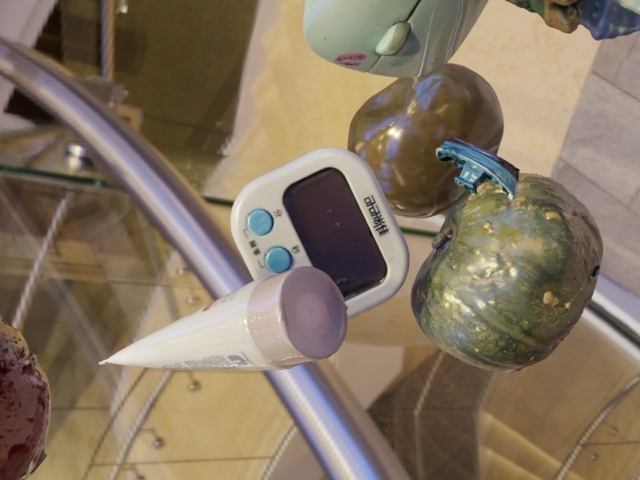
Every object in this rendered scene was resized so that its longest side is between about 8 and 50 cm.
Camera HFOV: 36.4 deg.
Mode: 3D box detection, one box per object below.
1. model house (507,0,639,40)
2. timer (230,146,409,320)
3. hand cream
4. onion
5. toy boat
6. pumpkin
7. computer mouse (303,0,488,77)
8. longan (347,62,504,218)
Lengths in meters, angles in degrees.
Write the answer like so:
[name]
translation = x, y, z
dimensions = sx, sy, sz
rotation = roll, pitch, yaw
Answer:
[model house]
translation = 0.386, -0.325, 1.001
dimensions = 0.329, 0.251, 0.295
rotation = 30, 124, 20
[timer]
translation = 0.000, 0.000, 1.505
dimensions = 0.087, 0.237, 0.262
rotation = -127, 12, -82
[hand cream]
translation = -0.084, 0.089, 0.908
dimensions = 0.248, 0.133, 0.083
rotation = -18, 76, 43
[onion]
translation = -0.393, 0.191, 1.075
dimensions = 0.207, 0.206, 0.216
rotation = -44, 7, -11
[toy boat]
translation = 0.225, -0.099, 1.402
dimensions = 0.137, 0.060, 0.061
rotation = 29, 86, 25
[pumpkin]
translation = 0.307, 0.049, 1.585
dimensions = 0.328, 0.257, 0.291
rotation = -60, 7, 9
[computer mouse]
translation = 0.089, -0.253, 0.762
dimensions = 0.097, 0.159, 0.288
rotation = -117, 40, -53
[longan]
translation = 0.211, -0.203, 1.993
dimensions = 0.350, 0.288, 0.288
rotation = -45, 51, 27
